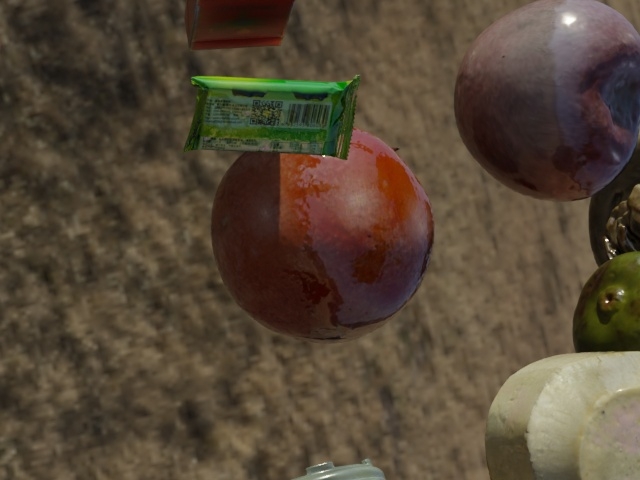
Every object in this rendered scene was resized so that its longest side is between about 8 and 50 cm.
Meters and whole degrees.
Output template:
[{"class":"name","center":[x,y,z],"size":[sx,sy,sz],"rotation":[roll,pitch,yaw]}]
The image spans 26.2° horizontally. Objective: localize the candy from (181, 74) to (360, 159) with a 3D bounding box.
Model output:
[{"class":"candy","center":[-0.051,-0.127,1.418],"size":[0.032,0.178,0.102],"rotation":[-101,-163,-45]}]

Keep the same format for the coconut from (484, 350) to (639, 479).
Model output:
[{"class":"coconut","center":[0.279,0.210,1.345],"size":[0.241,0.241,0.241],"rotation":[-14,90,-74]}]

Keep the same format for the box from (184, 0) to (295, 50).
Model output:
[{"class":"box","center":[-0.085,-0.266,1.491],"size":[0.175,0.112,0.048],"rotation":[121,-38,-69]}]

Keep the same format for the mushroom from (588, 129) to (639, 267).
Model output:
[{"class":"mushroom","center":[0.575,-0.022,2.232],"size":[0.295,0.362,0.362],"rotation":[-10,84,-34]}]

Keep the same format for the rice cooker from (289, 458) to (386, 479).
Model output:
[{"class":"rice cooker","center":[0.016,0.463,2.052],"size":[0.280,0.241,0.227],"rotation":[10,58,-51]}]

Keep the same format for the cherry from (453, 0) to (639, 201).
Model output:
[{"class":"cherry","center":[0.249,-0.163,1.572],"size":[0.206,0.239,0.239],"rotation":[-12,88,-59]}]

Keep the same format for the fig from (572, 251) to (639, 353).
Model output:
[{"class":"fig","center":[0.482,0.132,2.033],"size":[0.225,0.203,0.203],"rotation":[39,37,-36]}]

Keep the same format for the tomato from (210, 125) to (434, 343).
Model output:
[{"class":"tomato","center":[0.000,0.000,1.612],"size":[0.265,0.265,0.265],"rotation":[-14,90,-74]}]
